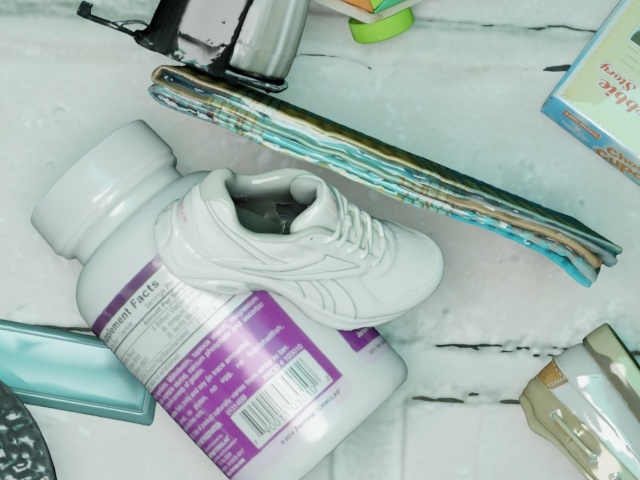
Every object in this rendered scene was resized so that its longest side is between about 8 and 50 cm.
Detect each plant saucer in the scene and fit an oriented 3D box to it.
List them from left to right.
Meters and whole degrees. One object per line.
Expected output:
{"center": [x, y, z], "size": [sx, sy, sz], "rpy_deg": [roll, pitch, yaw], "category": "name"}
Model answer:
{"center": [-0.228, 0.104, 1.615], "size": [0.192, 0.018, 0.067], "rpy_deg": [11, 78, -4], "category": "plant saucer"}

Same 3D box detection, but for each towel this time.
{"center": [0.049, -0.057, 1.551], "size": [0.370, 0.271, 0.040], "rpy_deg": [22, 94, 0], "category": "towel"}

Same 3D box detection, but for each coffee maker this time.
{"center": [-0.072, -0.224, 1.524], "size": [0.171, 0.120, 0.178], "rpy_deg": [13, 104, -32], "category": "coffee maker"}

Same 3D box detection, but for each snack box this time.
{"center": [0.374, -0.093, 1.691], "size": [0.322, 0.060, 0.187], "rpy_deg": [38, 77, 2], "category": "snack box"}

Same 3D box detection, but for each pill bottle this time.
{"center": [-0.087, 0.053, 1.563], "size": [0.169, 0.169, 0.301], "rpy_deg": [-42, 85, -12], "category": "pill bottle"}

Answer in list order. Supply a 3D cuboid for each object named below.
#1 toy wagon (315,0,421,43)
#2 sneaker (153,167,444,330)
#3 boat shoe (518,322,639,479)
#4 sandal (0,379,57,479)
{"center": [0.101, -0.335, 1.647], "size": [0.344, 0.068, 0.267], "rpy_deg": [-25, 112, -10], "category": "toy wagon"}
{"center": [0.000, 0.000, 1.458], "size": [0.232, 0.115, 0.090], "rpy_deg": [9, 59, -24], "category": "sneaker"}
{"center": [0.279, 0.220, 1.604], "size": [0.103, 0.113, 0.302], "rpy_deg": [-35, 79, 8], "category": "boat shoe"}
{"center": [-0.383, 0.129, 1.563], "size": [0.446, 0.107, 0.167], "rpy_deg": [31, 78, 14], "category": "sandal"}
